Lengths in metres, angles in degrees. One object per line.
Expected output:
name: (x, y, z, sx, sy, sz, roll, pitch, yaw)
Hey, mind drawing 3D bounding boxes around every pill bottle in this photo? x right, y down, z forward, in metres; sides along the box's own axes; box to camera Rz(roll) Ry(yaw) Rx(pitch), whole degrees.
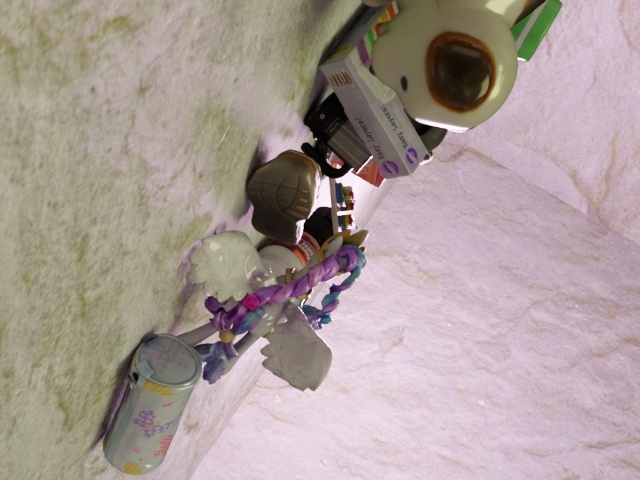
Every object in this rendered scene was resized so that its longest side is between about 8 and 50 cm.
pill bottle: (-0.083, 0.059, 2.190, 0.121, 0.121, 0.221, -61, 173, 21)

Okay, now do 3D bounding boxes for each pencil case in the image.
pencil case: (-0.286, 0.280, 1.715, 0.124, 0.113, 0.273, -39, 161, -46)

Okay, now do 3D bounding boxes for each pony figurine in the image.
pony figurine: (-0.101, 0.117, 1.775, 0.363, 0.303, 0.351, -35, -179, 36)

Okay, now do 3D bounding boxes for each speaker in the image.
speaker: (0.242, -0.414, 1.682, 0.131, 0.296, 0.131, -58, 174, -10)

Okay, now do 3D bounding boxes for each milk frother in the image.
milk frother: (0.045, -0.196, 1.901, 0.129, 0.135, 0.143, -46, 180, 33)

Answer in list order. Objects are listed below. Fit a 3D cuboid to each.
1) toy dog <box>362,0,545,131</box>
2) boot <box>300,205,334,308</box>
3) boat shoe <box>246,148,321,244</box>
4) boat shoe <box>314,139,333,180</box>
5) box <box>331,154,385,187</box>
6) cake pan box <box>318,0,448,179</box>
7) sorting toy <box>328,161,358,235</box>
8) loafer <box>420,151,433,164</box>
toy dog: (0.224, -0.359, 1.490, 0.284, 0.395, 0.408, 146, -33, -84)
boot: (-0.004, -0.002, 2.468, 0.260, 0.131, 0.348, -50, 174, -40)
boat shoe: (-0.055, -0.096, 1.773, 0.116, 0.123, 0.324, -64, -178, -19)
boat shoe: (-0.002, -0.171, 2.106, 0.040, 0.049, 0.142, -26, 151, -42)
box: (0.143, -0.263, 2.276, 0.300, 0.154, 0.142, -48, 168, -53)
cake pan box: (0.136, -0.278, 1.812, 0.070, 0.267, 0.246, -2, -141, 45)
sorting toy: (0.054, -0.075, 2.289, 0.132, 0.046, 0.275, 54, 30, -75)
loafer: (0.200, -0.192, 2.172, 0.061, 0.062, 0.170, -39, 166, -3)
